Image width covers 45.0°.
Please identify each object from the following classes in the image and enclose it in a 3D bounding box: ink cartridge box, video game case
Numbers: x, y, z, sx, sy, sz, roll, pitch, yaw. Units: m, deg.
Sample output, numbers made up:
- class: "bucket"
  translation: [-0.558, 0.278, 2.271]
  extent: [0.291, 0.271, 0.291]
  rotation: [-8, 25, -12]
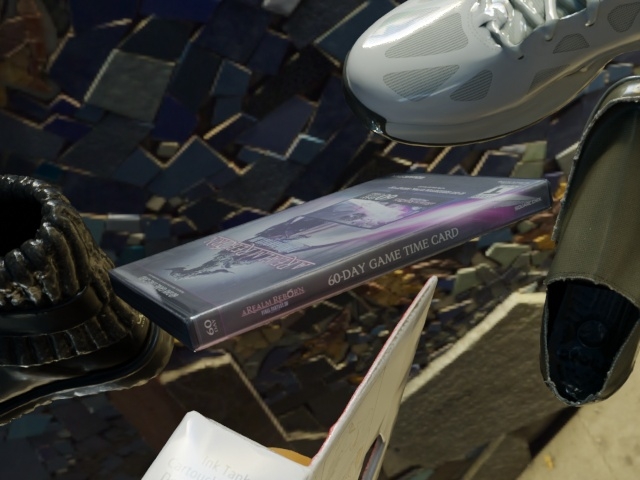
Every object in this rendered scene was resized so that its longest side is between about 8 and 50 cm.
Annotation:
- class: "ink cartridge box"
  translation: [-0.039, 0.185, 0.412]
  extent: [0.261, 0.066, 0.296]
  rotation: [-55, -19, -41]
- class: "video game case"
  translation: [0.000, 0.000, 0.567]
  extent: [0.196, 0.274, 0.026]
  rotation: [13, 119, 62]

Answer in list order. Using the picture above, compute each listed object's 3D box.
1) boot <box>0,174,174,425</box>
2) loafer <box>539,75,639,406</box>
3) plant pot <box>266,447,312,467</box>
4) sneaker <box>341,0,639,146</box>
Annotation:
- class: "boot"
  translation: [-0.337, 0.069, 0.731]
  extent: [0.260, 0.348, 0.131]
  rotation: [61, -166, -57]
- class: "loafer"
  translation: [0.211, 0.012, 0.547]
  extent: [0.094, 0.087, 0.251]
  rotation: [11, 107, 21]
- class: "plant pot"
  translation: [-0.056, 0.309, 0.729]
  extent: [0.188, 0.205, 0.205]
  rotation: [-78, 4, -52]
- class: "sneaker"
  translation: [0.218, -0.237, 0.622]
  extent: [0.257, 0.448, 0.169]
  rotation: [64, -172, -70]
